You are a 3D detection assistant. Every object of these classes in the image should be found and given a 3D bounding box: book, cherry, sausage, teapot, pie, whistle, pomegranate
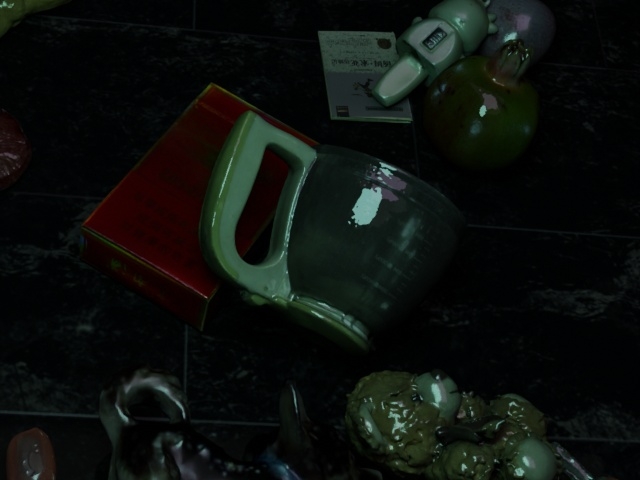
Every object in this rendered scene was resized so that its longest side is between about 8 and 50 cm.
[{"bbox_3d":[0.066,-0.253,2.035,0.127,0.014,0.182,1,55,-12],"label":"book"},{"bbox_3d":[0.272,-0.330,2.087,0.188,0.115,0.148,19,95,12],"label":"cherry"},{"bbox_3d":[-0.339,0.266,1.557,0.059,0.054,0.094,-2,55,-13],"label":"sausage"},{"bbox_3d":[0.020,0.007,1.680,0.239,0.321,0.239,15,71,38],"label":"teapot"},{"bbox_3d":[-0.467,-0.124,1.817,0.154,0.036,0.154,6,54,-8],"label":"pie"},{"bbox_3d":[0.172,-0.290,2.012,0.110,0.092,0.244,43,77,9],"label":"whistle"},{"bbox_3d":[0.245,-0.201,1.917,0.180,0.210,0.180,17,44,-17],"label":"pomegranate"}]

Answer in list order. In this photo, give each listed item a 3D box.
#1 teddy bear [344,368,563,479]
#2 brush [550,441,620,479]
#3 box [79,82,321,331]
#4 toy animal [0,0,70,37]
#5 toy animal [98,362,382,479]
[{"bbox_3d":[0.150,0.238,1.615,0.256,0.156,0.267,31,10,2],"label":"teddy bear"},{"bbox_3d":[0.406,0.364,1.654,0.323,0.051,0.070,42,64,14],"label":"brush"},{"bbox_3d":[-0.155,-0.052,1.800,0.197,0.089,0.313,30,55,10],"label":"box"},{"bbox_3d":[-0.447,-0.362,1.967,0.218,0.103,0.101,-34,92,-34],"label":"toy animal"},{"bbox_3d":[-0.090,0.275,1.521,0.344,0.194,0.303,0,61,-19],"label":"toy animal"}]
